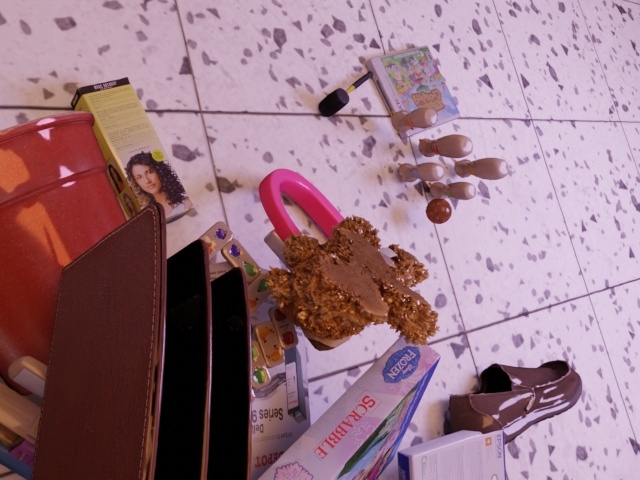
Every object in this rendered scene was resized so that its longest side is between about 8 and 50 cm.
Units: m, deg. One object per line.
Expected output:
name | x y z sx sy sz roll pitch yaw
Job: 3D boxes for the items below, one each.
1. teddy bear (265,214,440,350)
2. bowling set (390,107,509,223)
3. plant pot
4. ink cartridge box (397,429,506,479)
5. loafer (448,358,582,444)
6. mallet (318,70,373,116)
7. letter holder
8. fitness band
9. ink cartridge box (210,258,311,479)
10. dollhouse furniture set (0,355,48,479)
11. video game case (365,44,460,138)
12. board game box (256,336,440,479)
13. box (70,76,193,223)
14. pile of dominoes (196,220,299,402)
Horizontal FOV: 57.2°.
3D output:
teddy bear | 0.046 0.061 0.824 0.245 0.113 0.338 29 21 -7
bowling set | 0.238 -0.141 1.254 0.287 0.154 0.200 31 83 -25
plant pot | -0.341 0.023 0.715 0.272 0.272 0.265 -33 103 -38
ink cartridge box | 0.236 0.456 1.030 0.224 0.045 0.223 -2 89 -31
loafer | 0.402 0.307 1.197 0.366 0.134 0.130 -15 83 -37
mallet | 0.068 -0.319 1.223 0.039 0.062 0.190 52 53 -10
letter holder | -0.131 0.147 0.507 0.152 0.214 0.302 18 58 -37
fitness band | 0.000 0.000 1.022 0.291 0.054 0.209 49 27 -10
ink cartridge box | -0.109 0.193 0.837 0.211 0.121 0.289 28 54 -64
dollhouse furniture set | -0.392 0.274 0.561 0.198 0.286 0.303 40 45 -17
video game case | 0.221 -0.350 1.364 0.212 0.023 0.193 -26 90 -38
board game box | 0.023 0.326 0.829 0.066 0.319 0.318 35 49 24
box | -0.292 -0.132 0.912 0.087 0.058 0.232 -29 91 -38
pile of dominoes | -0.130 0.116 0.690 0.196 0.040 0.251 51 53 -11
